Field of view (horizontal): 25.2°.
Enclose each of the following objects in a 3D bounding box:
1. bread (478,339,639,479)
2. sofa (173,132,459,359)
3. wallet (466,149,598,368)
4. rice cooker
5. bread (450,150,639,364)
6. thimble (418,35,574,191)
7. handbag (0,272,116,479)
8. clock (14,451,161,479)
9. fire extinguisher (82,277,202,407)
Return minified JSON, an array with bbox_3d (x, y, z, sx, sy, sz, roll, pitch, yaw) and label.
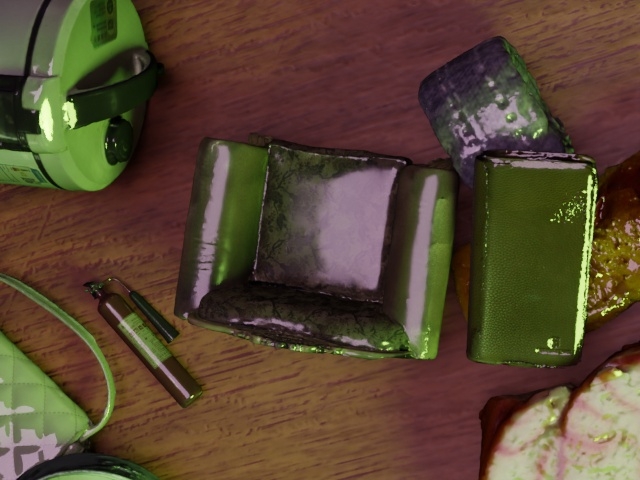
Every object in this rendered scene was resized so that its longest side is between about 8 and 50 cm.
[{"bbox_3d":[0.311,0.240,1.295,0.327,0.114,0.295,-23,82,13],"label":"bread"},{"bbox_3d":[0.000,0.000,1.353,0.258,0.182,0.200,9,91,16],"label":"sofa"},{"bbox_3d":[0.187,0.019,1.277,0.110,0.031,0.198,3,111,6],"label":"wallet"},{"bbox_3d":[-0.286,-0.160,1.418,0.244,0.226,0.226,9,91,16],"label":"rice cooker"},{"bbox_3d":[0.255,0.008,1.337,0.271,0.077,0.139,-26,79,17],"label":"bread"},{"bbox_3d":[0.164,-0.108,1.327,0.097,0.150,0.150,-31,81,15],"label":"thimble"},{"bbox_3d":[-0.344,0.152,1.504,0.256,0.079,0.219,41,96,11],"label":"handbag"},{"bbox_3d":[-0.234,0.327,1.445,0.226,0.049,0.226,0,102,1],"label":"clock"},{"bbox_3d":[-0.181,0.095,1.480,0.049,0.035,0.173,-45,81,14],"label":"fire extinguisher"}]
